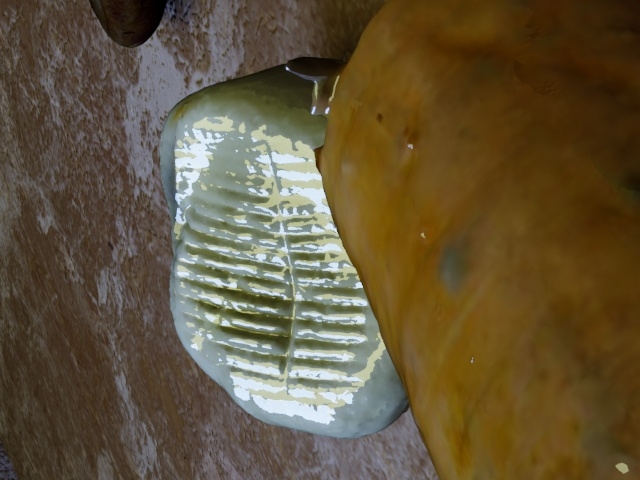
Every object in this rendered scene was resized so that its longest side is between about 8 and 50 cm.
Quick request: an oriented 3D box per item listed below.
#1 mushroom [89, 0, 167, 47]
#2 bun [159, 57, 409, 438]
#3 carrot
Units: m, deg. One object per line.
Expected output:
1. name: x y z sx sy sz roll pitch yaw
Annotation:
1. mushroom: -0.210 -0.208 1.189 0.148 0.217 0.227 58 156 28
2. bun: 0.000 0.000 1.004 0.229 0.145 0.229 8 105 32
3. carrot: 0.143 0.058 0.590 0.224 0.224 0.341 94 152 -48
